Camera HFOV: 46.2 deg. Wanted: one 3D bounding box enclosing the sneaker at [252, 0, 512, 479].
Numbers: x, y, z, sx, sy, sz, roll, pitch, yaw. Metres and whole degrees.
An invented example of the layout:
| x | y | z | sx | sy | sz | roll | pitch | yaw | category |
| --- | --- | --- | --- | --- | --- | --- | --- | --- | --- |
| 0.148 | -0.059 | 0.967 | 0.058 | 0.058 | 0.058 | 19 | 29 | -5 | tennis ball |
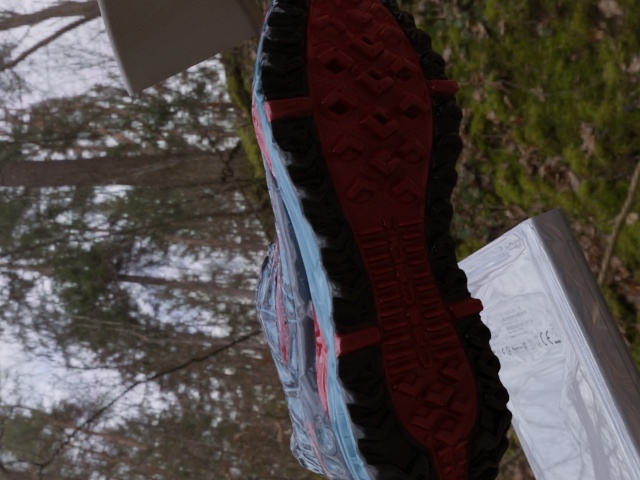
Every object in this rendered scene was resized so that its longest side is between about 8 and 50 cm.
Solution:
| x | y | z | sx | sy | sz | roll | pitch | yaw | category |
| --- | --- | --- | --- | --- | --- | --- | --- | --- | --- |
| 0.000 | 0.000 | 0.368 | 0.104 | 0.125 | 0.261 | -1 | -101 | -32 | sneaker |

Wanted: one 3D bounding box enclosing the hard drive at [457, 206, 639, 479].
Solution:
| x | y | z | sx | sy | sz | roll | pitch | yaw | category |
| --- | --- | --- | --- | --- | --- | --- | --- | --- | --- |
| 0.215 | 0.142 | 0.650 | 0.203 | 0.040 | 0.307 | 124 | 125 | -73 | hard drive |

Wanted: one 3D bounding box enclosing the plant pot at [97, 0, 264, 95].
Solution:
| x | y | z | sx | sy | sz | roll | pitch | yaw | category |
| --- | --- | --- | --- | --- | --- | --- | --- | --- | --- |
| -0.111 | -0.184 | 0.569 | 0.109 | 0.109 | 0.096 | -97 | -18 | -69 | plant pot |
